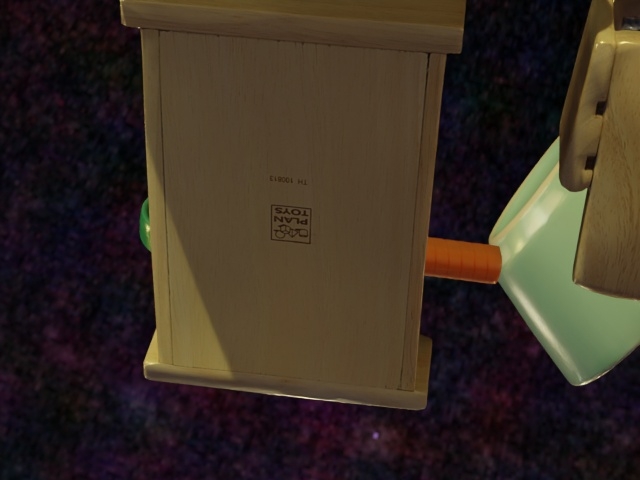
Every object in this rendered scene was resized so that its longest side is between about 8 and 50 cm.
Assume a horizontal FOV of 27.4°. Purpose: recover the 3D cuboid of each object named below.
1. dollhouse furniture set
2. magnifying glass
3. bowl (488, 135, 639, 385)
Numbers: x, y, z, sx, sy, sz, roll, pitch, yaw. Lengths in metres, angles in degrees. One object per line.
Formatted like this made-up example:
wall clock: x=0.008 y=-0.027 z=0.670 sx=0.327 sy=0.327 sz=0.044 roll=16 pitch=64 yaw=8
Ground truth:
dollhouse furniture set: x=0.052 y=-0.088 z=0.682 sx=0.286 sy=0.303 sz=0.198 roll=6 pitch=126 yaw=5
magnifying glass: x=0.000 y=0.000 z=0.839 sx=0.231 sy=0.092 sz=0.026 roll=9 pitch=117 yaw=-3
bowl: x=0.291 y=-0.022 z=1.361 sx=0.163 sy=0.311 sz=0.311 roll=37 pitch=139 yaw=1
